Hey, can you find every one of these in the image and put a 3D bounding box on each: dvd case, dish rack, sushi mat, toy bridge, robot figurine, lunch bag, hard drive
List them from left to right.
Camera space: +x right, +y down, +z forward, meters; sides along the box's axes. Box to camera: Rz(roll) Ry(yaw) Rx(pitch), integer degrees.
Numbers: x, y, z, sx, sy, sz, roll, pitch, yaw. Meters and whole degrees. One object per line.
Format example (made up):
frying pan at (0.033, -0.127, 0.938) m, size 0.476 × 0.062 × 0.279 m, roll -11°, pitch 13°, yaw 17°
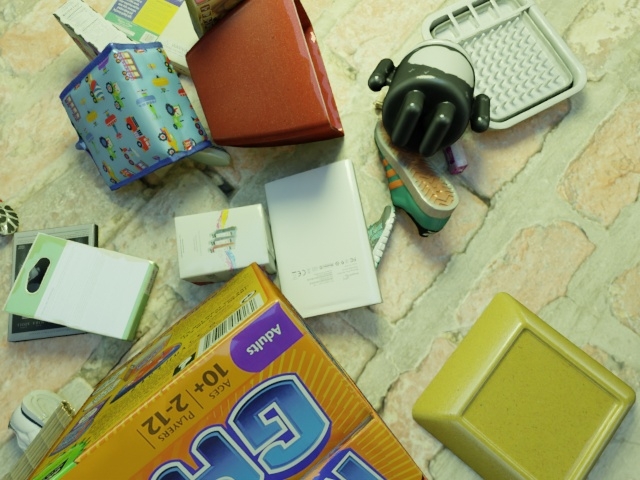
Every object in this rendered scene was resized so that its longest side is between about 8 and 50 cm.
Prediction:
sushi mat at (-0.489, 0.436, 0.734) m, size 0.151 × 0.019 × 0.316 m, roll 44°, pitch 107°, yaw 8°
dvd case at (-0.574, 0.089, 0.879) m, size 0.180 × 0.029 × 0.238 m, roll -7°, pitch 76°, yaw -1°
lunch bag at (-0.414, -0.236, 0.840) m, size 0.294 × 0.138 × 0.220 m, roll -15°, pitch 109°, yaw 28°
hard drive at (0.000, 0.000, 0.860) m, size 0.203 × 0.040 × 0.307 m, roll -14°, pitch 76°, yaw 15°
toy bridge at (0.213, -0.296, 0.959) m, size 0.188 × 0.026 × 0.063 m, roll 19°, pitch 78°, yaw 4°
robot figurine at (0.222, -0.294, 0.825) m, size 0.209 × 0.174 × 0.278 m, roll 48°, pitch 45°, yaw -28°
dish rack at (0.421, -0.427, 0.965) m, size 0.286 × 0.072 × 0.332 m, roll -27°, pitch 78°, yaw -6°

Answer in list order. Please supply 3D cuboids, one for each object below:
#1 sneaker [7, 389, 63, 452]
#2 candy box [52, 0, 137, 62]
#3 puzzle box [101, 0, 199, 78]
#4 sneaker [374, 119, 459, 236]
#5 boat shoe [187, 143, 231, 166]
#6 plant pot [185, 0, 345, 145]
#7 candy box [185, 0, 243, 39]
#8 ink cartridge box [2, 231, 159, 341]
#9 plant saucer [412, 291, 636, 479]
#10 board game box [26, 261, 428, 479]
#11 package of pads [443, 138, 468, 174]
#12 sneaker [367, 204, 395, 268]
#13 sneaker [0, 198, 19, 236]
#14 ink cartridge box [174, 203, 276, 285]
sneaker at (-0.503, 0.400, 0.786) m, size 0.235 × 0.090 × 0.094 m, roll 41°, pitch 96°, yaw 12°
candy box at (-0.477, -0.427, 0.930) m, size 0.196 × 0.165 × 0.070 m, roll 39°, pitch 79°, yaw 9°
puzzle box at (-0.312, -0.548, 1.015) m, size 0.409 × 0.052 × 0.271 m, roll 27°, pitch 79°, yaw 7°
sneaker at (0.184, -0.139, 0.887) m, size 0.108 × 0.121 × 0.301 m, roll -8°, pitch 54°, yaw -17°
boat shoe at (-0.302, -0.229, 0.926) m, size 0.220 × 0.077 × 0.070 m, roll 17°, pitch 79°, yaw 7°
plant pot at (-0.110, -0.316, 0.836) m, size 0.236 × 0.267 × 0.266 m, roll -15°, pitch 98°, yaw 12°
candy box at (-0.169, -0.476, 0.806) m, size 0.183 × 0.316 × 0.087 m, roll -28°, pitch 102°, yaw -6°
ink cartridge box at (-0.480, 0.097, 0.833) m, size 0.235 × 0.056 × 0.170 m, roll 15°, pitch 72°, yaw -6°
plant saucer at (0.407, 0.320, 0.784) m, size 0.333 × 0.081 × 0.332 m, roll 39°, pitch 81°, yaw 9°
board game box at (-0.115, 0.294, 0.604) m, size 0.357 × 0.356 × 0.356 m, roll -39°, pitch 101°, yaw -8°
package of pads at (0.305, -0.196, 0.922) m, size 0.032 × 0.050 × 0.083 m, roll -11°, pitch 76°, yaw -2°
sneaker at (0.109, -0.008, 0.877) m, size 0.076 × 0.065 × 0.166 m, roll 22°, pitch 76°, yaw 10°
sneaker at (-0.746, -0.062, 0.910) m, size 0.170 × 0.068 × 0.071 m, roll 42°, pitch 96°, yaw 18°
ink cartridge box at (-0.189, 0.013, 0.840) m, size 0.177 × 0.128 × 0.127 m, roll -8°, pitch 76°, yaw -2°
